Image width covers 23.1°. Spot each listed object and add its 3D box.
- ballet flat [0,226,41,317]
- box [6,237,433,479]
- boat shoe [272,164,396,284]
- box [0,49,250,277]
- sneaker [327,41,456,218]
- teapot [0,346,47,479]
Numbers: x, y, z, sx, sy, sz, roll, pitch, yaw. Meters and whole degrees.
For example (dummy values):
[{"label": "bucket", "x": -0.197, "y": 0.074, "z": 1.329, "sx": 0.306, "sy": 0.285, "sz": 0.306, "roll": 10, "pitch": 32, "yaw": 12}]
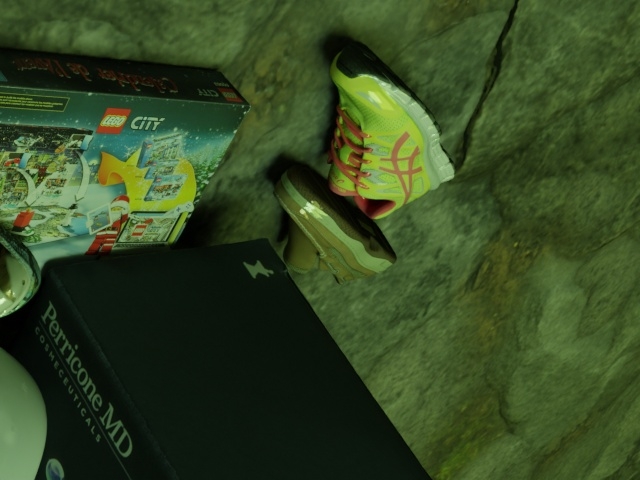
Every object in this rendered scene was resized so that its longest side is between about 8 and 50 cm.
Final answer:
[{"label": "ballet flat", "x": -0.225, "y": 0.016, "z": 0.988, "sx": 0.070, "sy": 0.070, "sz": 0.188, "roll": -41, "pitch": 147, "yaw": -1}, {"label": "box", "x": -0.124, "y": 0.244, "z": 1.193, "sx": 0.212, "sy": 0.293, "sz": 0.395, "roll": -7, "pitch": 141, "yaw": -43}, {"label": "boat shoe", "x": 0.000, "y": 0.000, "z": 1.297, "sx": 0.072, "sy": 0.068, "sz": 0.190, "roll": -34, "pitch": 149, "yaw": 10}, {"label": "box", "x": -0.175, "y": -0.047, "z": 1.068, "sx": 0.233, "sy": 0.044, "sz": 0.159, "roll": 0, "pitch": 129, "yaw": -47}, {"label": "sneaker", "x": 0.042, "y": -0.075, "z": 1.234, "sx": 0.094, "sy": 0.081, "sz": 0.208, "roll": -38, "pitch": 148, "yaw": -2}, {"label": "teapot", "x": -0.317, "y": 0.142, "z": 1.014, "sx": 0.187, "sy": 0.252, "sz": 0.256, "roll": 38, "pitch": 78, "yaw": -24}]
